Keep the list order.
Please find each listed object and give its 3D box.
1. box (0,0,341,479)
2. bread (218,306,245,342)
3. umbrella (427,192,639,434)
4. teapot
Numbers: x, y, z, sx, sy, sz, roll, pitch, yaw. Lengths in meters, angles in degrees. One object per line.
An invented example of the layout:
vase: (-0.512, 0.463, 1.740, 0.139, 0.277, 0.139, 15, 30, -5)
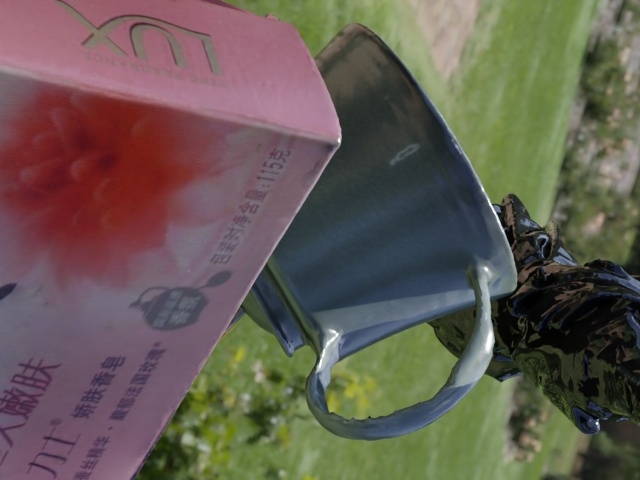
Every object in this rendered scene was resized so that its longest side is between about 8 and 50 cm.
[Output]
box: (-0.078, 0.000, 0.363, 0.156, 0.111, 0.060, -59, -142, 30)
bread: (-0.168, -0.041, 0.956, 0.324, 0.277, 0.167, -35, -164, 39)
umbrella: (0.139, 0.053, 0.762, 0.340, 0.118, 0.118, -136, -120, -69)
teapot: (0.000, 0.000, 0.697, 0.149, 0.239, 0.162, -30, 144, -5)
